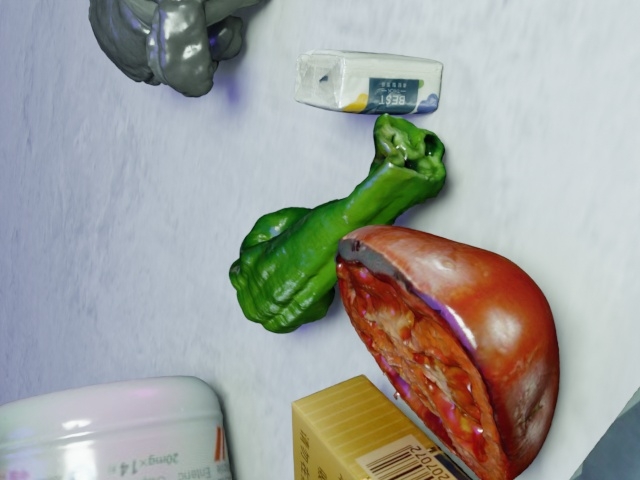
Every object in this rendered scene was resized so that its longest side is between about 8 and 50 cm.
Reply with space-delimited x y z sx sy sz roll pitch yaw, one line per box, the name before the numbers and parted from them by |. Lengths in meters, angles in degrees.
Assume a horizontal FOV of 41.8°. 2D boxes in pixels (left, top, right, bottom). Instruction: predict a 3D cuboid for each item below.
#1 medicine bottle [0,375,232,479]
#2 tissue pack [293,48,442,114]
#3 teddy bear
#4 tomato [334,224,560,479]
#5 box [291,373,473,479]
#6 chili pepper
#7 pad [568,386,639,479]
medicine bottle | -0.195 0.295 0.793 0.241 0.241 0.301 -28 69 53
tissue pack | 0.032 -0.107 0.570 0.062 0.083 0.042 23 112 54
teddy bear | -0.114 -0.207 0.738 0.251 0.144 0.171 -173 79 -65
tomato | 0.078 0.046 0.496 0.174 0.082 0.166 45 162 44
box | 0.067 0.213 0.528 0.237 0.070 0.152 42 139 49
chili pepper | 0.001 -0.001 0.610 0.253 0.083 0.099 -42 16 51
pad | 0.187 0.175 0.429 0.163 0.004 0.243 53 134 40
